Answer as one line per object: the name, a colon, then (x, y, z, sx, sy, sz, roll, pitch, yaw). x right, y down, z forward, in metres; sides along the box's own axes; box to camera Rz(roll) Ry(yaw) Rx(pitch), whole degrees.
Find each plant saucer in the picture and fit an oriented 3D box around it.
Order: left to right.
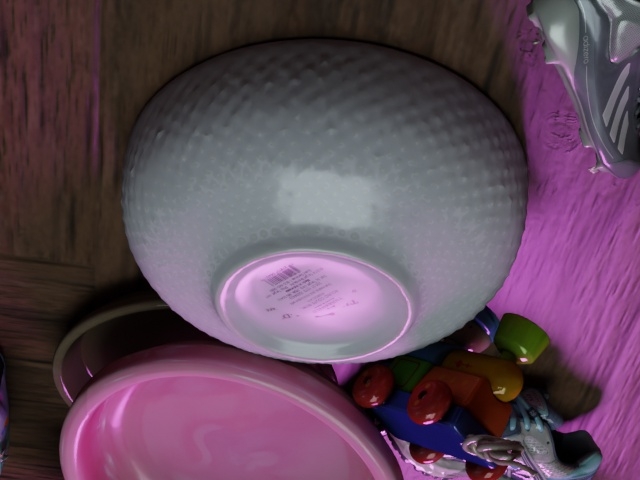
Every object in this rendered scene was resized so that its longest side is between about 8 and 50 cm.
plant saucer: (-0.119, 0.128, 1.637, 0.278, 0.041, 0.278, 3, 142, 2)
plant saucer: (-0.077, 0.210, 1.590, 0.332, 0.084, 0.332, 9, 132, 10)

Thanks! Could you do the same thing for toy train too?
toy train: (0.148, 0.124, 1.438, 0.105, 0.143, 0.248, 46, 162, -26)

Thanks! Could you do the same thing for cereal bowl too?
cereal bowl: (0.000, 0.000, 1.376, 0.339, 0.141, 0.339, 3, 144, 2)

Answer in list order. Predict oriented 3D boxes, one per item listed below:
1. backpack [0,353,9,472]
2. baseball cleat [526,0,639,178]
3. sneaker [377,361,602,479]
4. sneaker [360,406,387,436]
backpack: (-0.390, 0.195, 1.673, 0.166, 0.144, 0.188, 1, 146, -5)
baseball cleat: (0.228, -0.121, 1.248, 0.109, 0.072, 0.206, -19, 141, 18)
sneaker: (0.161, 0.174, 1.639, 0.122, 0.110, 0.283, -42, 127, 22)
sneaker: (0.044, 0.182, 1.684, 0.044, 0.040, 0.109, 20, 162, -32)
